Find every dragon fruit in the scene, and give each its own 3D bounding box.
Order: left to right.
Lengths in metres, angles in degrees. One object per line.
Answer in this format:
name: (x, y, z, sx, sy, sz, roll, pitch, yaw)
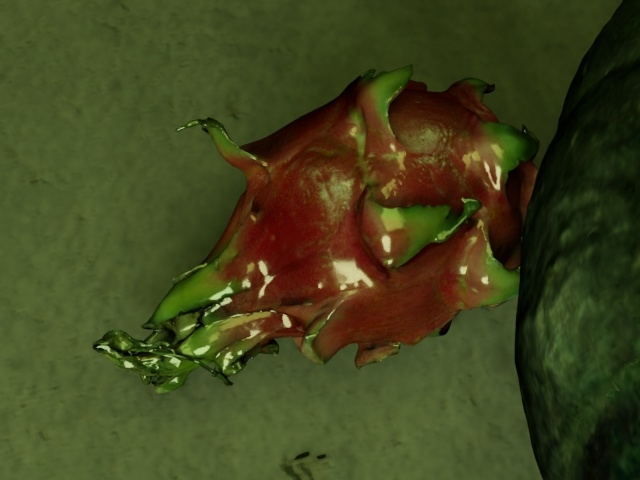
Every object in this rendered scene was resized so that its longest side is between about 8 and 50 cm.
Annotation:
dragon fruit: (-0.001, -0.004, 0.936, 0.236, 0.135, 0.137, -17, 76, -3)

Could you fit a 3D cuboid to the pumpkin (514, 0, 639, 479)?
pumpkin: (0.307, 0.031, 0.830, 0.454, 0.344, 0.454, 4, 66, -9)
